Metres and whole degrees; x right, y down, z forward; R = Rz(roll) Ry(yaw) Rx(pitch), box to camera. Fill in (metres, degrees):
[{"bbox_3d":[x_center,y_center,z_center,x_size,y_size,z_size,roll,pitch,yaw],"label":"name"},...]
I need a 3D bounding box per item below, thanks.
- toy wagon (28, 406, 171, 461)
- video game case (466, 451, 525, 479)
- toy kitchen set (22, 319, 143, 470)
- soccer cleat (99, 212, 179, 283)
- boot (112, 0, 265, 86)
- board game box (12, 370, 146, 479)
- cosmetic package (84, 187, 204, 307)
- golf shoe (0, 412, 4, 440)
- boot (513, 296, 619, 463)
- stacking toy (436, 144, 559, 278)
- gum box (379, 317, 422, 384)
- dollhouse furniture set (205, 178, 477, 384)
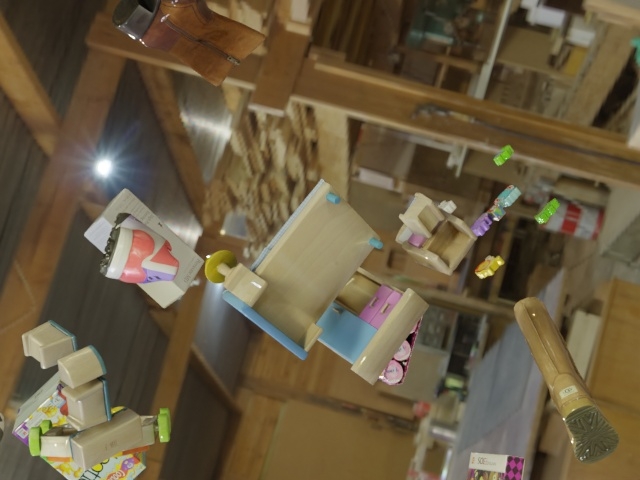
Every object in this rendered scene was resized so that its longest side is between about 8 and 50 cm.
[{"bbox_3d":[-0.446,0.396,1.827,0.344,0.267,0.068,146,120,-80],"label":"toy wagon"},{"bbox_3d":[0.311,0.515,1.640,0.210,0.041,0.232,125,158,-76],"label":"video game case"},{"bbox_3d":[-0.415,0.256,1.532,0.122,0.166,0.207,-23,-57,-41],"label":"toy kitchen set"},{"bbox_3d":[-0.315,0.021,1.531,0.318,0.116,0.109,-156,85,-76],"label":"soccer cleat"},{"bbox_3d":[-0.201,-0.425,1.645,0.264,0.096,0.280,-45,-39,20],"label":"boot"},{"bbox_3d":[-0.550,0.454,2.028,0.144,0.275,0.142,-44,18,-1],"label":"board game box"},{"bbox_3d":[-0.364,0.017,1.831,0.085,0.231,0.117,-36,19,36],"label":"cosmetic package"},{"bbox_3d":[-0.591,0.297,1.368,0.094,0.198,0.077,-95,11,-69],"label":"golf shoe"},{"bbox_3d":[0.481,0.272,1.726,0.270,0.089,0.236,-106,-10,-47],"label":"boot"},{"bbox_3d":[0.344,-0.059,1.728,0.221,0.167,0.052,-43,13,-10],"label":"stacking toy"},{"bbox_3d":[0.180,0.265,2.199,0.107,0.062,0.188,-9,61,67],"label":"gum box"},{"bbox_3d":[0.000,0.000,1.189,0.286,0.198,0.303,-54,-47,-6],"label":"dollhouse furniture set"}]
